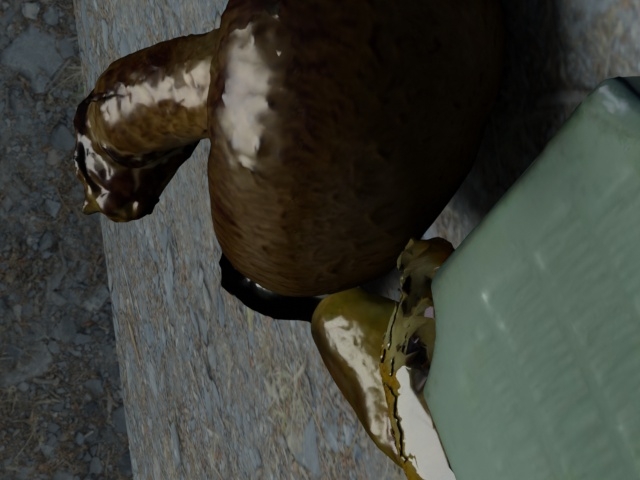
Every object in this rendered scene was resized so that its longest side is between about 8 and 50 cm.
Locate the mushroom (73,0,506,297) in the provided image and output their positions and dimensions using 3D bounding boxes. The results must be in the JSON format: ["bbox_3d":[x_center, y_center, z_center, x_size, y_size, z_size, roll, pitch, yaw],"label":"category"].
[{"bbox_3d":[-0.031,-0.146,0.870,0.356,0.331,0.334,29,166,16],"label":"mushroom"}]

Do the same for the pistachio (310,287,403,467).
[{"bbox_3d":[0.068,0.125,1.032,0.189,0.100,0.110,55,175,23],"label":"pistachio"}]

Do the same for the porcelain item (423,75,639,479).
[{"bbox_3d":[0.195,0.083,0.552,0.281,0.157,0.286,-57,44,47],"label":"porcelain item"}]

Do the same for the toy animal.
[{"bbox_3d":[0.000,0.000,1.101,0.179,0.166,0.138,-55,51,46],"label":"toy animal"}]

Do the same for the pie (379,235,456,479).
[{"bbox_3d":[0.112,0.156,0.792,0.308,0.085,0.308,-21,-90,-84],"label":"pie"}]
